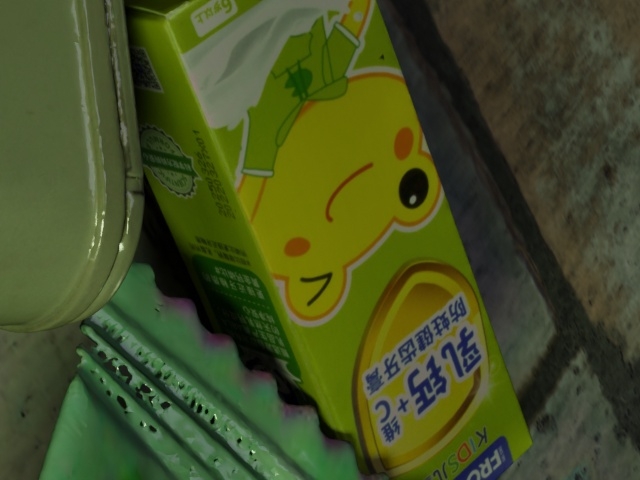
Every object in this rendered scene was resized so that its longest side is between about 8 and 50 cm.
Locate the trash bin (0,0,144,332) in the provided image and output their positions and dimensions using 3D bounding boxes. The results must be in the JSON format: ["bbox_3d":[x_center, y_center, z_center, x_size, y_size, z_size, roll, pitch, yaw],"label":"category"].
[{"bbox_3d":[-0.200,-0.080,0.691,0.247,0.121,0.243,-2,85,-46],"label":"trash bin"}]

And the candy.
[{"bbox_3d":[-0.068,0.226,0.730,0.263,0.172,0.398,50,52,-30],"label":"candy"}]

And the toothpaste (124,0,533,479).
[{"bbox_3d":[0.000,0.000,0.871,0.110,0.077,0.327,-39,123,-30],"label":"toothpaste"}]
